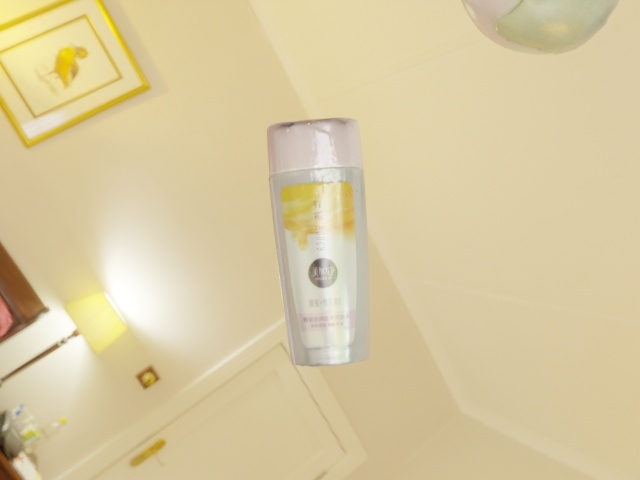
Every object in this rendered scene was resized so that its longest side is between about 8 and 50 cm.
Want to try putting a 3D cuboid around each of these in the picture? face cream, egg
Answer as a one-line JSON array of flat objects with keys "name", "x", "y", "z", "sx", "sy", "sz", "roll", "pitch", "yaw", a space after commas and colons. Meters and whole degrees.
[{"name": "face cream", "x": 0.000, "y": 0.000, "z": 0.665, "sx": 0.073, "sy": 0.107, "sz": 0.269, "roll": 149, "pitch": -63, "yaw": -84}, {"name": "egg", "x": 0.274, "y": -0.344, "z": 0.780, "sx": 0.217, "sy": 0.183, "sz": 0.183, "roll": 17, "pitch": -12, "yaw": -15}]
